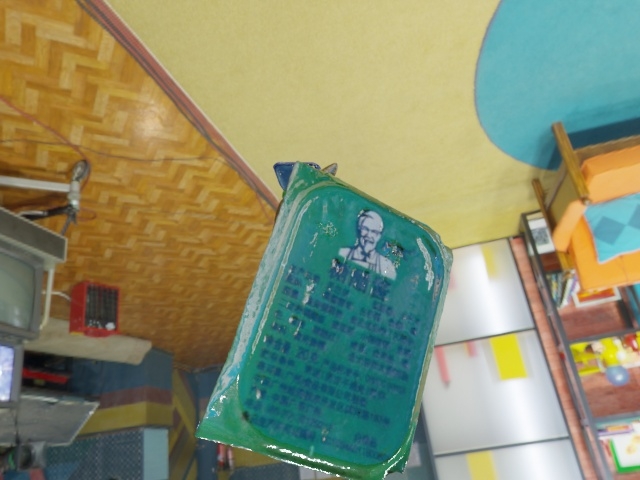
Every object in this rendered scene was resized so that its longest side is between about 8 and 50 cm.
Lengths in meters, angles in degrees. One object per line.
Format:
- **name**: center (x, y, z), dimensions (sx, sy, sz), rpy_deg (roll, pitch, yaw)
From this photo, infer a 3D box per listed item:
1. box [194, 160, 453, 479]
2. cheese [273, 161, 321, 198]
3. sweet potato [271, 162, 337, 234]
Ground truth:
- **box**: center (0.013, 0.107, 0.647), dimensions (0.264, 0.336, 0.106), rpy_deg (26, 159, -22)
- **cheese**: center (0.000, 0.000, 0.909), dimensions (0.204, 0.083, 0.320), rpy_deg (6, 132, 33)
- **sweet potato**: center (-0.030, -0.058, 0.739), dimensions (0.153, 0.041, 0.038), rpy_deg (-51, 152, 0)
